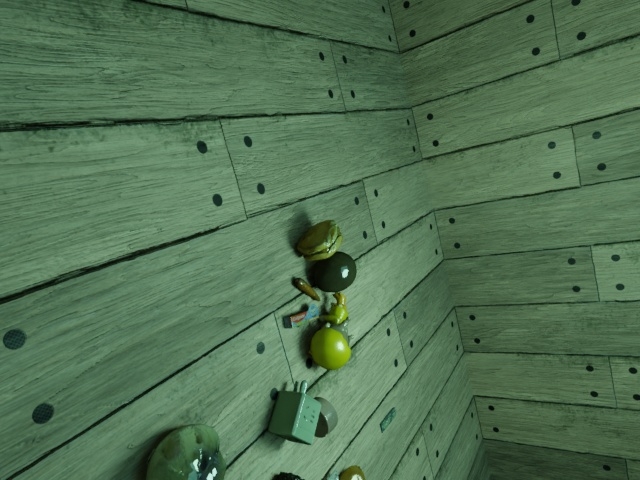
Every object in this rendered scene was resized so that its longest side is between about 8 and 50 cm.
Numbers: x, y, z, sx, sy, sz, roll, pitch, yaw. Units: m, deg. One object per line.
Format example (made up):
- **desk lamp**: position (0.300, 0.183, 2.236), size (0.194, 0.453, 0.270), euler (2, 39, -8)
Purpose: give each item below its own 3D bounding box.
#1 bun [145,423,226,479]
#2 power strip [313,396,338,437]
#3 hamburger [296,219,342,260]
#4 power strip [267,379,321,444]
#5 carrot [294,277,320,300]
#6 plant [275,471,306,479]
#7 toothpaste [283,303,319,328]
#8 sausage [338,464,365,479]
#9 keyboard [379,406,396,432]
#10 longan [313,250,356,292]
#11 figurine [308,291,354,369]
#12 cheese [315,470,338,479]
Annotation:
- **bun**: position (-0.389, 0.699, 1.302), size (0.273, 0.168, 0.273), euler (20, 68, -60)
- **power strip**: position (-0.007, 0.745, 1.832), size (0.078, 0.154, 0.154), euler (-22, 101, -51)
- **hamburger**: position (0.002, 0.000, 1.954), size (0.108, 0.213, 0.214), euler (61, 41, -24)
- **power strip**: position (-0.093, 0.676, 1.733), size (0.140, 0.139, 0.224), euler (46, 49, -38)
- **carrot**: position (-0.057, 0.226, 1.959), size (0.191, 0.047, 0.047), euler (49, 47, -42)
- **plant**: position (-0.134, 0.985, 1.622), size (0.142, 0.131, 0.203), euler (55, 45, -36)
- **toothpaste**: position (-0.084, 0.328, 1.899), size (0.193, 0.044, 0.070), euler (-9, 89, -55)
- **sausage**: position (0.100, 1.165, 1.915), size (0.354, 0.134, 0.116), euler (-43, 150, -48)
- **keyboard**: position (0.380, 1.005, 2.429), size (0.176, 0.014, 0.055), euler (-20, 103, -53)
- **longan**: position (0.069, 0.146, 2.025), size (0.220, 0.196, 0.197), euler (-17, 97, -42)
- **figurine**: position (0.061, 0.415, 1.980), size (0.215, 0.187, 0.344), euler (63, 31, -43)
- **cheese**: position (0.006, 1.099, 1.845), size (0.249, 0.070, 0.163), euler (12, 73, -53)
